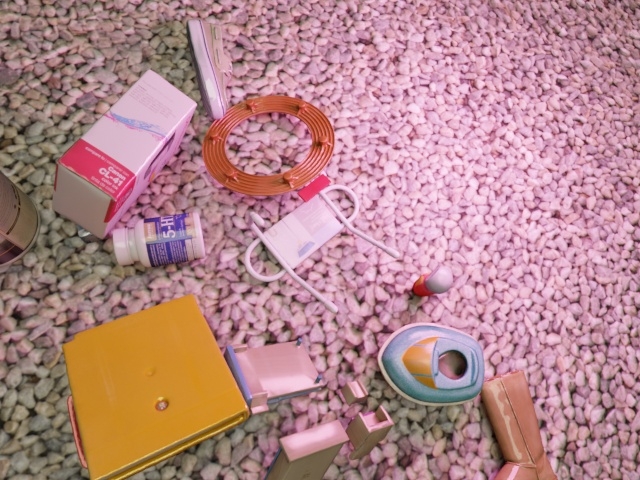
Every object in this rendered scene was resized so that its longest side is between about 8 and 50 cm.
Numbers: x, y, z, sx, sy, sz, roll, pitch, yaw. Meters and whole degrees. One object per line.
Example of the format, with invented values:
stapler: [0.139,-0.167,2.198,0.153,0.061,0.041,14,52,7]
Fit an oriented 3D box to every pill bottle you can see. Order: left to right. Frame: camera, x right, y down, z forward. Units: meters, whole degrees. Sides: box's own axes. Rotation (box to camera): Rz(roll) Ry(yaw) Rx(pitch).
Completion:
pill bottle: [-0.363,0.002,1.075,0.186,0.112,0.112,-10,76,-15]

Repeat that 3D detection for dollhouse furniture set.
dollhouse furniture set: [-0.060,0.370,1.056,0.286,0.198,0.303,-3,41,-34]

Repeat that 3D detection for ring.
ring: [-0.131,-0.251,1.179,0.336,0.032,0.337,-1,59,2]

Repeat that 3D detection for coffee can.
coffee can: [-0.711,-0.070,0.936,0.201,0.275,0.202,3,73,-10]

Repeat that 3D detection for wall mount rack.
wall mount rack: [0.000,0.000,1.141,0.350,0.130,0.304,-39,85,-18]

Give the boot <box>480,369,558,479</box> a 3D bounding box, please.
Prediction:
boot: [0.428,0.470,1.120,0.236,0.089,0.270,-9,76,-26]

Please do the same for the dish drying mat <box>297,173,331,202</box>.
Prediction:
dish drying mat: [-0.014,-0.124,1.115,0.083,0.008,0.032,-40,81,-18]

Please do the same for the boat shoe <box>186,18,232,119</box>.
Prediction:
boat shoe: [-0.277,-0.455,1.231,0.094,0.109,0.302,-11,74,-17]

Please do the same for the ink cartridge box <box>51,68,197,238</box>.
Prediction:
ink cartridge box: [-0.420,-0.183,1.020,0.131,0.226,0.306,36,56,-13]

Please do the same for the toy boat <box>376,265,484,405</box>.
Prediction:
toy boat: [0.266,0.225,1.121,0.267,0.148,0.318,4,73,-10]

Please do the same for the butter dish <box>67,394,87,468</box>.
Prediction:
butter dish: [-0.425,0.362,0.952,0.160,0.118,0.160,-16,77,-16]

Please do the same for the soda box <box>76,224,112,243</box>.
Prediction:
soda box: [-0.537,-0.090,1.094,0.063,0.058,0.183,-15,77,-16]

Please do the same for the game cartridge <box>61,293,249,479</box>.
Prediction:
game cartridge: [-0.335,0.274,0.943,0.285,0.053,0.324,-18,47,-24]
